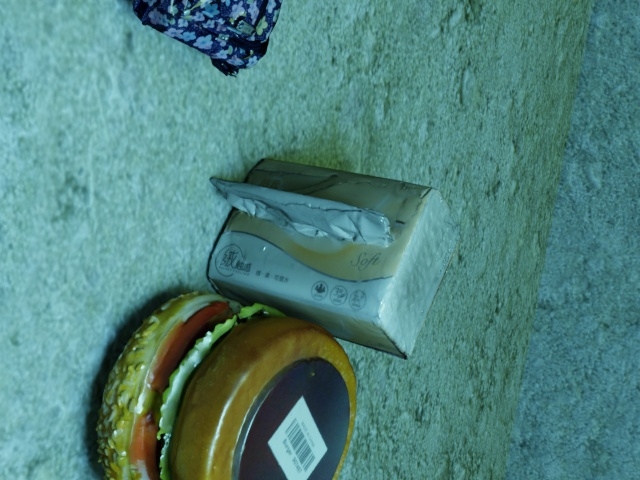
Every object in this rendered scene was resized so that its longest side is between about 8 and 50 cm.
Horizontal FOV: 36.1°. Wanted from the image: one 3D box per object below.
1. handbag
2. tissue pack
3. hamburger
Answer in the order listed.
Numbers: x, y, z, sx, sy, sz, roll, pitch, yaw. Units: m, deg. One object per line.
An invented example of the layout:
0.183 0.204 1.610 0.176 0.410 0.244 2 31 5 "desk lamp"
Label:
-0.125 -0.329 1.205 0.208 0.127 0.229 17 80 -57 "handbag"
0.000 0.000 1.357 0.238 0.305 0.238 -23 119 -49 "tissue pack"
-0.128 0.231 1.299 0.330 0.250 0.330 -21 118 -48 "hamburger"
